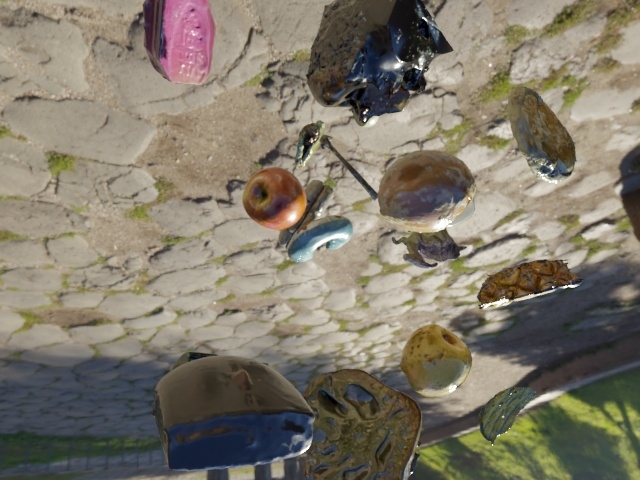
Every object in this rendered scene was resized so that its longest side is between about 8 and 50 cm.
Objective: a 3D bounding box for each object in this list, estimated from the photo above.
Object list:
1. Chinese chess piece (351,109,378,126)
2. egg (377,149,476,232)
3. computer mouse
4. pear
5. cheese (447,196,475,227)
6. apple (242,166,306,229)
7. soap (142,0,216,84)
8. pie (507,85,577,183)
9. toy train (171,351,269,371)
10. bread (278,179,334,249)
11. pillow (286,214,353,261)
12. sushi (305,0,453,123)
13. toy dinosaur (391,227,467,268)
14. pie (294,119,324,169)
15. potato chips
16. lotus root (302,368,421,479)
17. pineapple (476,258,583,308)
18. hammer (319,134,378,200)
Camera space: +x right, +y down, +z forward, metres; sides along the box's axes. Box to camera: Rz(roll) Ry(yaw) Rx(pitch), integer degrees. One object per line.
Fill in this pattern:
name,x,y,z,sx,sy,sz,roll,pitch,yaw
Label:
Chinese chess piece,0.183,-0.534,1.818,0.058,0.144,0.144,-15,154,-21
egg,0.241,-0.111,1.030,0.233,0.195,0.195,-23,157,-23
computer mouse,-0.122,0.200,0.571,0.170,0.100,0.269,1,172,-24
pear,0.282,0.302,1.113,0.177,0.178,0.178,-8,151,-4
cheese,0.469,-0.117,1.627,0.202,0.091,0.175,-23,144,0
apple,-0.113,-0.105,1.132,0.163,0.164,0.139,-26,165,26
soap,-0.460,-0.664,1.457,0.220,0.127,0.325,-17,144,-41
pie,0.668,-0.324,1.361,0.338,0.340,0.077,11,154,-34
toy train,-0.246,0.394,1.177,0.330,0.178,0.138,17,131,-38
bread,-0.074,-0.067,1.602,0.101,0.183,0.337,34,141,-5
pillow,0.000,0.000,1.447,0.233,0.086,0.214,-23,156,-18
sushi,0.084,-0.339,0.856,0.227,0.213,0.215,22,179,39
toy dinosaur,0.310,0.007,1.271,0.294,0.162,0.077,-19,147,-34
pie,-0.063,-0.474,2.233,0.105,0.274,0.257,26,119,0
potato chips,0.504,0.454,1.214,0.207,0.092,0.028,-38,178,-16
lotus root,0.116,0.561,1.298,0.374,0.391,0.111,-24,153,0
pineapple,0.421,0.086,0.926,0.224,0.076,0.225,-14,168,-3
hammer,0.101,-0.240,1.509,0.027,0.125,0.297,-36,112,25
